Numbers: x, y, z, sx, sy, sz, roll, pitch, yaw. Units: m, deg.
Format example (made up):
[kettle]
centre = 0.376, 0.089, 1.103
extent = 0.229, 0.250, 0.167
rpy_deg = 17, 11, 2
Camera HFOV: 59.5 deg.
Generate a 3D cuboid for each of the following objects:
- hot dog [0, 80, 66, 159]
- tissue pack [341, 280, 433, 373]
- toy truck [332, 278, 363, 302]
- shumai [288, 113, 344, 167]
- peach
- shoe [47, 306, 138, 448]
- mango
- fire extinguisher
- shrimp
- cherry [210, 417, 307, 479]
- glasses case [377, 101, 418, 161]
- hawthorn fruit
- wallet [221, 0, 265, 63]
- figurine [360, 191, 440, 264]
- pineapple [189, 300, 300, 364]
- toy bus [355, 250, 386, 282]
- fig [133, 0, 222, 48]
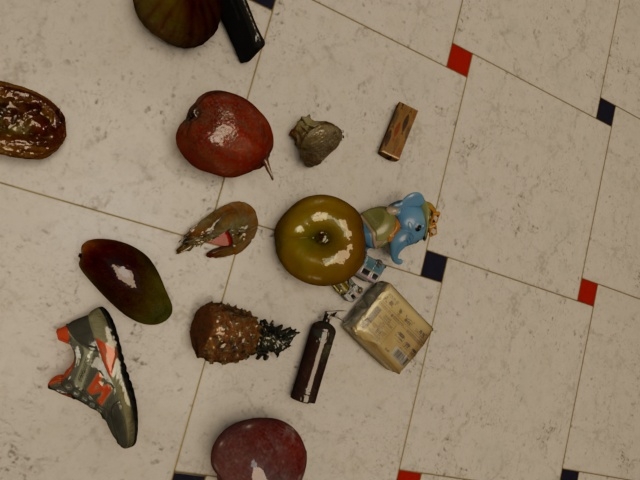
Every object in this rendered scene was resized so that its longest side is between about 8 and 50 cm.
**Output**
[hot dog]
centre = -0.682, -0.261, 1.233
extent = 0.227, 0.099, 0.160
rpy_deg = 5, 88, -26
[tissue pack]
centre = 0.194, 0.249, 1.615
extent = 0.222, 0.090, 0.186
rpy_deg = 43, 75, -16
[toy truck]
centre = 0.062, 0.120, 1.579
extent = 0.063, 0.052, 0.123
rpy_deg = -42, 104, -14
[shumai]
centre = -0.019, -0.285, 1.526
extent = 0.146, 0.145, 0.116
rpy_deg = -24, 62, -22
[peach]
centre = 0.000, 0.000, 1.487
extent = 0.251, 0.153, 0.251
rpy_deg = -1, 79, 5
[shoe]
centre = -0.527, 0.332, 1.279
extent = 0.171, 0.132, 0.336
rpy_deg = -15, 93, -19
[mango]
centre = -0.449, 0.095, 1.322
extent = 0.267, 0.111, 0.133
rpy_deg = 50, 60, -20
[fire extinguisher]
centre = -0.002, 0.311, 1.535
extent = 0.089, 0.072, 0.267
rpy_deg = 19, 82, -13
[shrimp]
centre = -0.262, -0.012, 1.448
extent = 0.236, 0.053, 0.132
rpy_deg = -33, 122, -25
[cherry]
centre = -0.161, 0.566, 1.387
extent = 0.286, 0.213, 0.235
rpy_deg = -13, 100, -31
[glasses case]
centre = 0.229, -0.322, 1.667
extent = 0.065, 0.041, 0.169
rpy_deg = 24, 80, -10
[hawthorn fruit]
centre = -0.216, -0.242, 1.387
extent = 0.262, 0.211, 0.210
rpy_deg = 35, 76, -29
[wallet]
centre = -0.222, -0.584, 1.413
extent = 0.044, 0.149, 0.250
rpy_deg = -28, 101, -24
[figurine]
centre = 0.216, -0.034, 1.614
extent = 0.262, 0.154, 0.179
rpy_deg = -28, 110, -4
[pineapple]
centre = -0.185, 0.244, 1.431
extent = 0.279, 0.158, 0.157
rpy_deg = 15, 83, -36
[toy bus]
centre = 0.117, 0.070, 1.600
extent = 0.123, 0.060, 0.074
rpy_deg = 30, 81, -23
[fig]
centre = -0.316, -0.573, 1.277
extent = 0.217, 0.321, 0.216
rpy_deg = -1, 93, -20
